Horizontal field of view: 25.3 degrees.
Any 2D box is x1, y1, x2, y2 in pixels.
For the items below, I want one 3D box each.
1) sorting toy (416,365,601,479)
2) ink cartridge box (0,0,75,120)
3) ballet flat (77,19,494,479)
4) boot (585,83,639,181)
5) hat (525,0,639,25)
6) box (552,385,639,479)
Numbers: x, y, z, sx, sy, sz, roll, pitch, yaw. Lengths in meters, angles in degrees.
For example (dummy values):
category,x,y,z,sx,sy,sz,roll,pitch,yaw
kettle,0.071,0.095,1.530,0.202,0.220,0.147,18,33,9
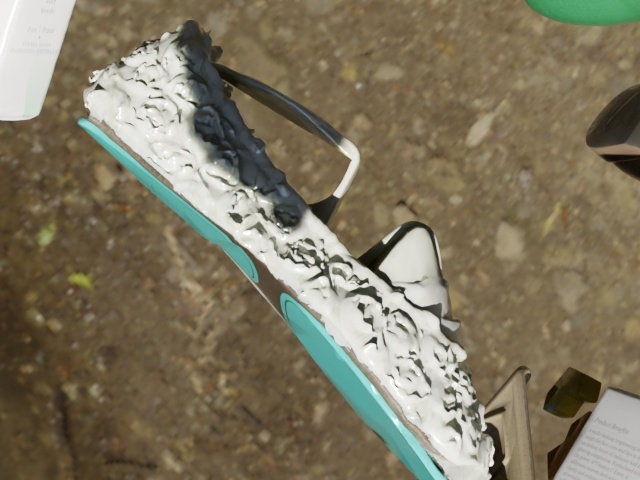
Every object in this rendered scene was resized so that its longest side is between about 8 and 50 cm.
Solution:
category,x,y,z,sx,sy,sz,roll,pitch,yaw
sorting toy,0.143,0.211,1.240,0.041,0.229,0.307,26,124,-11
ink cartridge box,-0.205,-0.205,0.795,0.181,0.056,0.225,30,108,22
ballet flat,0.000,0.000,1.002,0.409,0.147,0.147,46,130,7
boot,0.356,-0.077,1.247,0.115,0.112,0.305,41,174,-16
hat,0.211,-0.221,1.362,0.183,0.173,0.208,-41,58,18
box,0.218,0.208,0.956,0.130,0.170,0.091,37,170,-25
